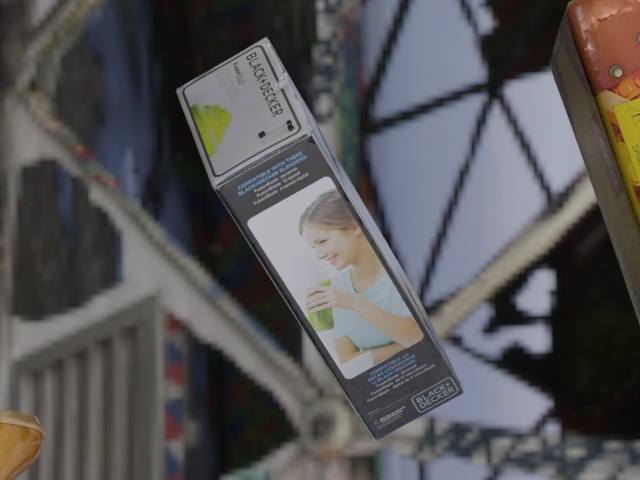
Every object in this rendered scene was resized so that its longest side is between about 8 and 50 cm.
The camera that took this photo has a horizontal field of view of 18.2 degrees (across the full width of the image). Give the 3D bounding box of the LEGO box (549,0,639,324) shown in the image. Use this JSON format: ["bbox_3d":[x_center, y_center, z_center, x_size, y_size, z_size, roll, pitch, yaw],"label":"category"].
[{"bbox_3d":[0.402,0.041,1.256,0.193,0.373,0.500,51,20,-84],"label":"LEGO box"}]

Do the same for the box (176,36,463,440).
[{"bbox_3d":[0.000,0.000,1.594,0.290,0.087,0.169,59,4,-35],"label":"box"}]

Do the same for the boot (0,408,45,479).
[{"bbox_3d":[-0.238,0.201,1.119,0.295,0.104,0.211,11,74,-71],"label":"boot"}]
